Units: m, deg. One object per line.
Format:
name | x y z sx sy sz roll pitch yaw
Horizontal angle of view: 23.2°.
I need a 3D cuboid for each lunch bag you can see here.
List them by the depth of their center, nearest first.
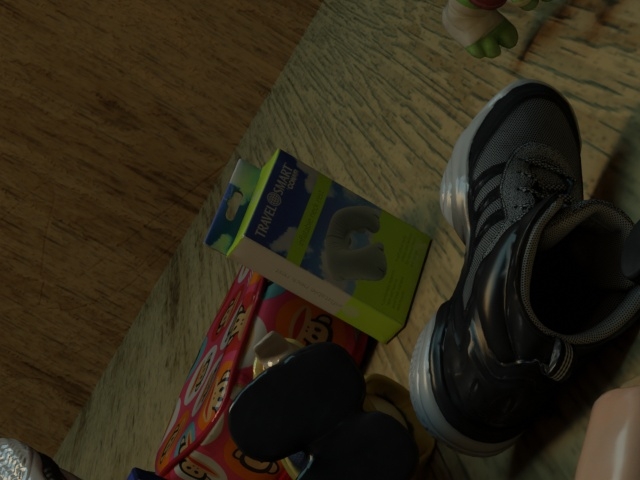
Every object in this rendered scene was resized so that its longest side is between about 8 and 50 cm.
lunch bag | -0.054 0.113 1.436 0.258 0.120 0.293 -44 20 58

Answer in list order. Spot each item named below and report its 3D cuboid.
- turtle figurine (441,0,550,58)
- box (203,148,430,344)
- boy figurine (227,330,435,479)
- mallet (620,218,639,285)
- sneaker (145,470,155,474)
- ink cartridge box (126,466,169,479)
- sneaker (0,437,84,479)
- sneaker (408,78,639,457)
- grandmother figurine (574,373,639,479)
turtle figurine | 0.202 -0.257 1.288 0.266 0.275 0.197 94 177 -68
box | 0.000 0.000 1.324 0.042 0.178 0.109 -48 17 48
boy figurine | 0.024 0.134 0.974 0.092 0.177 0.285 -38 -13 3
mallet | 0.152 0.076 0.752 0.189 0.062 0.039 -64 10 -17
sneaker | -0.228 0.349 1.606 0.111 0.121 0.300 -51 14 40
ink cartridge box | -0.034 0.213 0.913 0.065 0.186 0.311 -64 11 -4
sneaker | -0.177 0.327 1.415 0.137 0.210 0.366 -53 47 6
sneaker | 0.140 -0.007 0.938 0.153 0.101 0.268 -43 26 55
grandmother figurine | 0.104 0.202 0.565 0.342 0.104 0.208 -64 2 -30
